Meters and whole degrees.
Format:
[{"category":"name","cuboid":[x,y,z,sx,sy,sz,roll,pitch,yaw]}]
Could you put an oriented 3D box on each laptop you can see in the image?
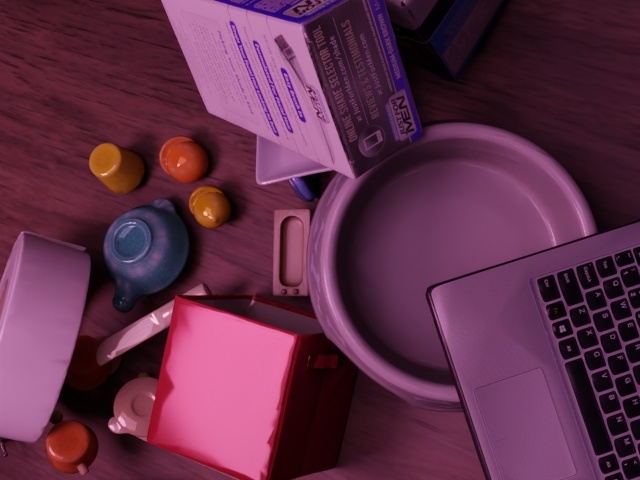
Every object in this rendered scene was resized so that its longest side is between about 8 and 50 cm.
[{"category":"laptop","cuboid":[0.367,0.157,0.985,0.408,0.236,0.382,-17,84,-7]}]

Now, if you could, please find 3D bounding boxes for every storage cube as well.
[{"category":"storage cube","cuboid":[-0.081,0.183,1.318,0.215,0.184,0.193,14,94,28]}]

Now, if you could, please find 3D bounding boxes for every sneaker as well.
[{"category":"sneaker","cuboid":[-0.016,-0.124,1.381,0.059,0.053,0.144,-9,83,25]}]

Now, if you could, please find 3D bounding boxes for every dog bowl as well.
[{"category":"dog bowl","cuboid":[0.154,0.025,1.170,0.349,0.102,0.348,0,86,2]}]

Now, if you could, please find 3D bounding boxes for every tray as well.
[{"category":"tray","cuboid":[-0.013,-0.199,1.358,0.145,0.030,0.270,-10,63,21]}]

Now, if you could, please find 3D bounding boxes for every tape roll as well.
[{"category":"tape roll","cuboid":[-0.415,0.136,1.459,0.286,0.100,0.286,-163,90,-71]}]

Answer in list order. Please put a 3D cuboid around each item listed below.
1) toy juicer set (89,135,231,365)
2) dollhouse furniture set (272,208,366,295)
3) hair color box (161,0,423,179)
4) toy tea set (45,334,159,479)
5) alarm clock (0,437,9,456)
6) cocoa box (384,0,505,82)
[{"category":"toy juicer set","cuboid":[-0.217,0.006,1.468,0.209,0.089,0.329,-10,73,14]},{"category":"dollhouse furniture set","cuboid":[0.000,0.000,1.306,0.151,0.123,0.144,0,86,16]},{"category":"hair color box","cuboid":[-0.043,-0.211,1.183,0.110,0.185,0.339,-33,34,-18]},{"category":"toy tea set","cuboid":[-0.302,0.299,1.473,0.200,0.124,0.336,4,67,-4]},{"category":"alarm clock","cuboid":[-0.513,0.234,1.615,0.129,0.064,0.192,4,90,29]},{"category":"cocoa box","cuboid":[0.054,-0.387,1.249,0.347,0.228,0.231,31,90,27]}]
